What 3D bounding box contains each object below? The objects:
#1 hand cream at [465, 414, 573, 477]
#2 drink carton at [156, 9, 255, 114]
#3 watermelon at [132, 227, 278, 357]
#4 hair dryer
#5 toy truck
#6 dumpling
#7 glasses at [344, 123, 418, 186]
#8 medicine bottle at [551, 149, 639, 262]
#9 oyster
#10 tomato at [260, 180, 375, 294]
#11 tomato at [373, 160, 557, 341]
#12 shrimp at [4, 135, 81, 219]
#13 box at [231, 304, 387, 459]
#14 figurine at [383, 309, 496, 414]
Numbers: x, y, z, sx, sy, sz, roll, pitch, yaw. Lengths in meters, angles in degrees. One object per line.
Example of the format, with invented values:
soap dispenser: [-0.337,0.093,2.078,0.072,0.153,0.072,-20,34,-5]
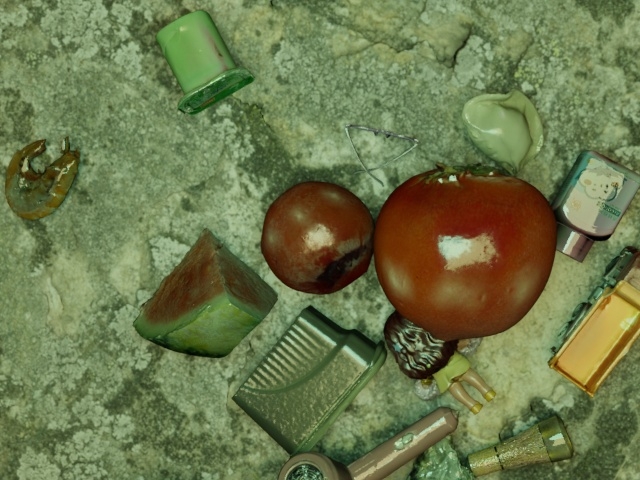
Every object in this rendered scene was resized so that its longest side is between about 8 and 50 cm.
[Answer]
hand cream: [0.372,0.401,1.801,0.203,0.084,0.084,-21,94,10]
drink carton: [-0.221,-0.329,1.730,0.146,0.144,0.142,-27,88,5]
watermelon: [-0.212,0.114,1.754,0.193,0.232,0.310,44,141,-4]
hair dryer: [0.100,0.397,1.732,0.352,0.210,0.125,-35,59,4]
toy truck: [0.527,0.142,1.736,0.114,0.135,0.270,35,96,0]
dumpling: [0.340,-0.214,1.732,0.169,0.100,0.134,39,84,-3]
glasses: [0.103,-0.155,1.766,0.139,0.062,0.104,15,97,2]
medicine bottle: [0.489,-0.058,1.739,0.119,0.094,0.188,28,96,2]
oyster: [0.212,0.503,1.757,0.198,0.268,0.112,-40,130,21]
tomato: [0.000,0.000,1.710,0.184,0.208,0.208,38,97,30]
tomato: [0.249,0.020,1.652,0.321,0.321,0.322,0,95,3]
shrimp: [-0.531,-0.127,1.803,0.132,0.051,0.187,42,99,-2]
box: [-0.021,0.255,1.778,0.178,0.138,0.274,39,96,3]
figurine: [0.219,0.218,1.768,0.240,0.116,0.175,43,96,-2]
